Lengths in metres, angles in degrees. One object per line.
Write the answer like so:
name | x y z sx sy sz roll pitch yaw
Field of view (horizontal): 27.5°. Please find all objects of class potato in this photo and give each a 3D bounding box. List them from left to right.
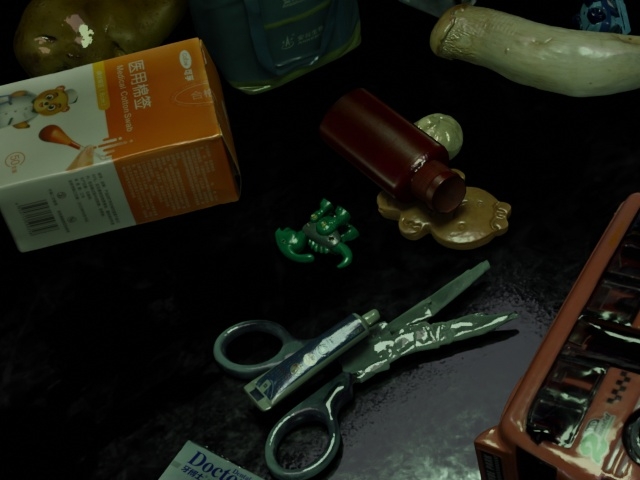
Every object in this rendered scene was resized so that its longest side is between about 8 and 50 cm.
potato | -0.333 -0.367 2.091 0.195 0.176 0.369 0 40 46

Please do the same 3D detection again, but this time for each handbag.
handbag | -0.076 -0.391 2.001 0.263 0.241 0.222 -24 49 -9

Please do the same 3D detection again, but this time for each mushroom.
mushroom | 0.334 -0.283 1.931 0.351 0.095 0.122 15 53 22

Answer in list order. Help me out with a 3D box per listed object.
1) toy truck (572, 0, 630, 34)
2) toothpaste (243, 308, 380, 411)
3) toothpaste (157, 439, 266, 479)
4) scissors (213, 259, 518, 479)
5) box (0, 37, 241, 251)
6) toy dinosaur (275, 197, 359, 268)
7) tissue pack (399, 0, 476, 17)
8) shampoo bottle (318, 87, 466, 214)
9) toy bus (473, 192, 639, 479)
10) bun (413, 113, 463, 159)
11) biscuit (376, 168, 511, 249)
toy truck | 0.427 -0.354 1.998 0.074 0.063 0.136 9 51 -12
toothpaste | -0.006 0.146 1.639 0.197 0.034 0.057 -34 43 -13
toothpaste | -0.036 0.340 1.499 0.337 0.067 0.081 22 58 27
scissors | 0.068 0.135 1.673 0.383 0.029 0.256 -26 50 -9
box | -0.301 -0.142 1.904 0.341 0.143 0.225 -13 50 -2
toy dinosaur | 0.000 0.000 1.789 0.096 0.059 0.132 -43 47 -13
tissue pack | 0.120 -0.526 2.003 0.259 0.361 0.122 34 67 32
shampoo bottle | 0.104 -0.122 1.830 0.102 0.064 0.260 -45 45 -3
toy bus | 0.366 0.152 1.496 0.233 0.203 0.427 17 55 29
bun | 0.163 -0.151 1.879 0.086 0.055 0.086 -5 49 6
biscuit | 0.167 -0.045 1.809 0.133 0.027 0.184 -36 53 -21
